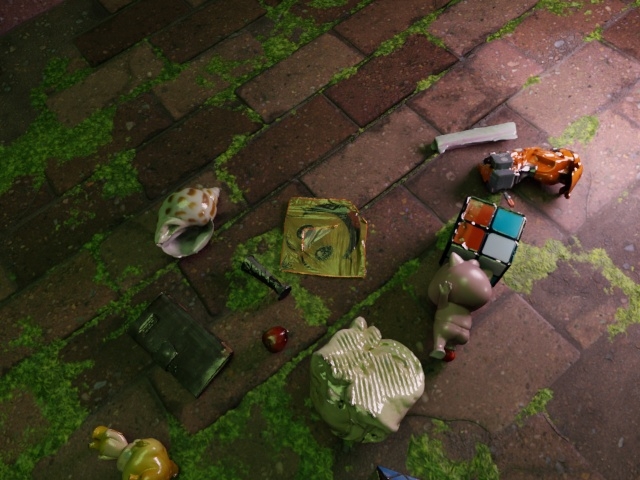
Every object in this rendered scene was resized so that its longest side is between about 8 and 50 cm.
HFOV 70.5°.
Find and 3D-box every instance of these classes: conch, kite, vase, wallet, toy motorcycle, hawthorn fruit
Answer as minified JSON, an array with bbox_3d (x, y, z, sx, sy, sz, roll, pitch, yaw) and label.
[{"bbox_3d":[-0.421,-0.079,1.458,0.275,0.183,0.148,-40,34,-15],"label":"conch"},{"bbox_3d":[0.000,-0.001,1.455,0.327,0.013,0.378,-36,68,-11],"label":"kite"},{"bbox_3d":[-0.167,0.115,1.392,0.167,0.059,0.059,36,73,20],"label":"vase"},{"bbox_3d":[-0.416,0.299,1.335,0.317,0.044,0.169,35,74,20],"label":"wallet"},{"bbox_3d":[0.680,-0.218,1.433,0.325,0.148,0.221,-7,42,0],"label":"toy motorcycle"},{"bbox_3d":[-0.129,0.283,1.301,0.077,0.077,0.077,-2,64,4],"label":"hawthorn fruit"}]

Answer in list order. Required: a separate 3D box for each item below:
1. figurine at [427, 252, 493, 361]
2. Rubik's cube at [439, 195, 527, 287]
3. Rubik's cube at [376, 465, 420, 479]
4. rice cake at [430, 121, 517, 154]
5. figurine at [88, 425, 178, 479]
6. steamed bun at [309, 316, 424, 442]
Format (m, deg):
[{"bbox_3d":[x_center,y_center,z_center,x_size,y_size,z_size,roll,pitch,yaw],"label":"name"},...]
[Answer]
[{"bbox_3d":[0.352,0.183,1.230,0.176,0.186,0.288,17,81,-19],"label":"figurine"},{"bbox_3d":[0.469,0.004,1.322,0.180,0.167,0.184,21,69,13],"label":"Rubik's cube"},{"bbox_3d":[0.247,0.620,1.112,0.178,0.212,0.190,-5,37,-21],"label":"Rubik's cube"},{"bbox_3d":[0.527,-0.343,1.547,0.290,0.051,0.081,-11,55,2],"label":"rice cake"},{"bbox_3d":[-0.488,0.564,1.175,0.246,0.131,0.156,25,104,15],"label":"figurine"},{"bbox_3d":[0.108,0.377,1.173,0.268,0.207,0.280,40,47,21],"label":"steamed bun"}]
